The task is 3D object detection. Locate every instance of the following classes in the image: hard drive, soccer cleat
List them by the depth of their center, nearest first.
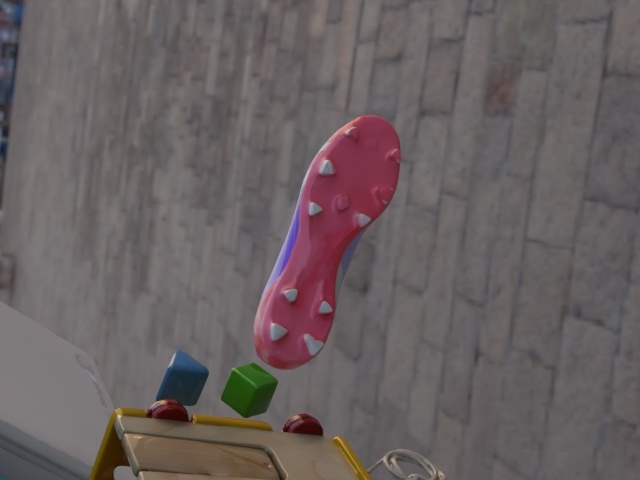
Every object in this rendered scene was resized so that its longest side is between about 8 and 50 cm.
[{"bbox_3d":[-0.266,0.090,0.969,0.040,0.307,0.203,-44,41,8],"label":"hard drive"},{"bbox_3d":[0.000,0.000,1.177,0.095,0.083,0.248,-22,46,68],"label":"soccer cleat"}]

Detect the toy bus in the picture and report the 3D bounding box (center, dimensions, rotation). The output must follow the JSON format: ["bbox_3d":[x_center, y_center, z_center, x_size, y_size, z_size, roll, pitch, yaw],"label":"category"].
[{"bbox_3d":[-0.050,0.174,0.822,0.191,0.202,0.104,-30,-35,-65],"label":"toy bus"}]

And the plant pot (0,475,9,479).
[{"bbox_3d":[-0.378,0.408,1.884,0.195,0.290,0.290,42,133,28],"label":"plant pot"}]
